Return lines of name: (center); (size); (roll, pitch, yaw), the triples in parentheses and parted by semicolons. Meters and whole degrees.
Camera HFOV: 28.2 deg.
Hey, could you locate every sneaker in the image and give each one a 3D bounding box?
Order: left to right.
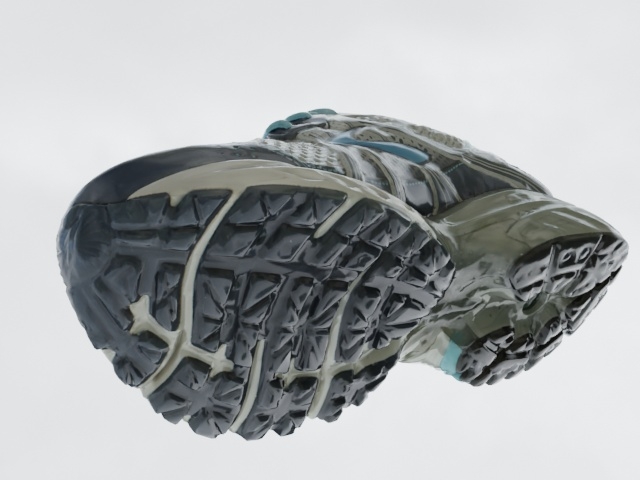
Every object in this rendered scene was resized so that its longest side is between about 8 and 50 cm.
sneaker: (0.000, 0.000, 0.520); (0.283, 0.110, 0.122); (5, -147, -49)
